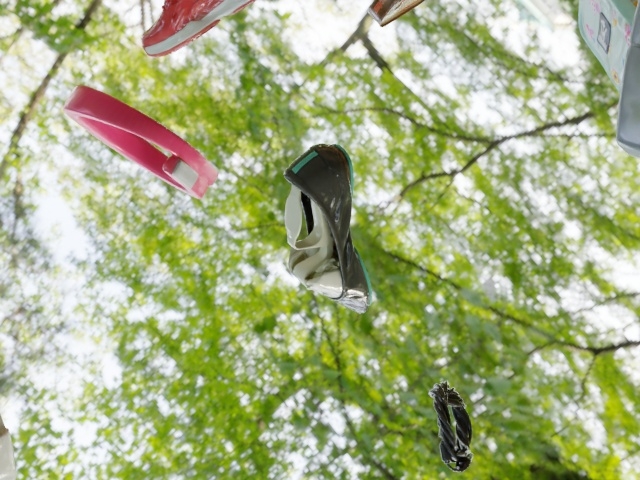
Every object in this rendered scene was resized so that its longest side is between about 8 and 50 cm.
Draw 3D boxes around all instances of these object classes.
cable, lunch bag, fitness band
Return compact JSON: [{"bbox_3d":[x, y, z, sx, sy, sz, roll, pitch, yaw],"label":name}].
[{"bbox_3d":[0.228,0.322,1.514,0.150,0.047,0.184,70,-162,1],"label":"cable"},{"bbox_3d":[0.551,-0.337,1.452,0.262,0.160,0.223,29,-145,-38],"label":"lunch bag"},{"bbox_3d":[-0.265,-0.145,1.283,0.209,0.054,0.291,30,174,13],"label":"fitness band"}]

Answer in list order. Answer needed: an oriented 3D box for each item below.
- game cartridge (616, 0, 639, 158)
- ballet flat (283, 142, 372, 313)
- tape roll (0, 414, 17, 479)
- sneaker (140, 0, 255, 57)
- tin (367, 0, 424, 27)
[{"bbox_3d":[0.293,-0.164,0.478,0.196,0.294,0.060,28,-171,35],"label":"game cartridge"},{"bbox_3d":[0.000,0.000,1.126,0.096,0.280,0.095,-29,-140,-21],"label":"ballet flat"},{"bbox_3d":[-0.445,0.188,0.892,0.286,0.286,0.100,50,-136,8],"label":"tape roll"},{"bbox_3d":[-0.158,-0.321,1.041,0.128,0.221,0.087,55,-151,-21],"label":"sneaker"},{"bbox_3d":[0.141,-0.387,1.305,0.040,0.106,0.190,45,-131,5],"label":"tin"}]
